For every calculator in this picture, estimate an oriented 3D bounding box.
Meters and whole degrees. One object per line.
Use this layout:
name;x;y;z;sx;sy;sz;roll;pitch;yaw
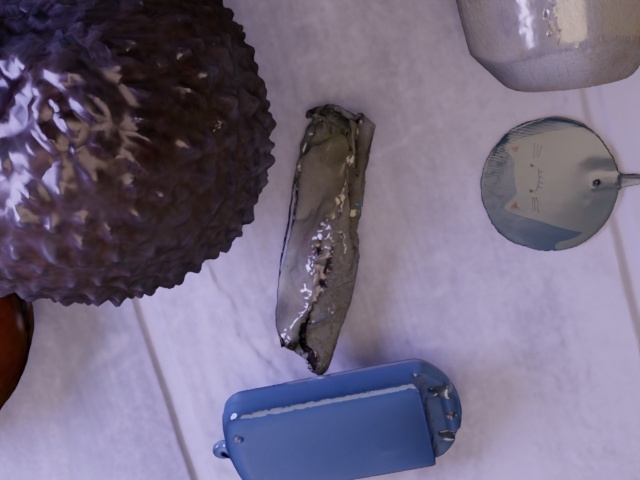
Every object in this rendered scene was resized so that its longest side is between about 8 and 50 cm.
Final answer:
calculator;0.013;0.156;1.371;0.210;0.039;0.121;-11;134;4

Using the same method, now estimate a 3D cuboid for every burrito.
burrito;0.002;0.000;1.338;0.063;0.058;0.229;6;109;-6

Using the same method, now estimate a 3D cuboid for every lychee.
lychee;-0.177;-0.091;1.206;0.300;0.300;0.300;0;107;0

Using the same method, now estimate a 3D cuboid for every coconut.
coconut;0.177;-0.198;1.226;0.161;0.161;0.162;-6;105;2

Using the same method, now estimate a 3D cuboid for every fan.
fan;0.218;-0.047;1.346;0.175;0.005;0.113;-3;107;1

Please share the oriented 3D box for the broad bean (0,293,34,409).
broad bean;-0.338;0.097;1.335;0.228;0.122;0.156;-23;108;4
